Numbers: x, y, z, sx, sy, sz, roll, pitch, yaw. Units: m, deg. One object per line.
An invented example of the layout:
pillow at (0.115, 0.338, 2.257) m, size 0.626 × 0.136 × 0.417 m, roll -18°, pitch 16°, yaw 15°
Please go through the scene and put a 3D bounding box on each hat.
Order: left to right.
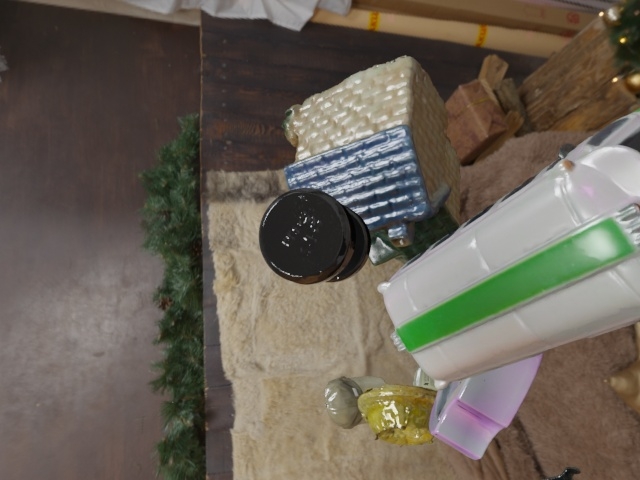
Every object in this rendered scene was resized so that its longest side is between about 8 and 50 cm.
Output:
hat at (0.118, 0.502, 1.467) m, size 0.144 × 0.173 × 0.167 m, roll 5°, pitch 66°, yaw -47°

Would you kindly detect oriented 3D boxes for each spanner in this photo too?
spanner at (0.486, 0.582, 1.099) m, size 0.015 × 0.254 × 0.054 m, roll 1°, pitch 64°, yaw -62°

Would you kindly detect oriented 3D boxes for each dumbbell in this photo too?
dumbbell at (0.000, 0.000, 0.823) m, size 0.152 × 0.218 × 0.153 m, roll -1°, pitch 85°, yaw 15°

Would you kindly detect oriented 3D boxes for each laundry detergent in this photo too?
laundry detergent at (0.401, 0.481, 1.594) m, size 0.090 × 0.253 × 0.181 m, roll 16°, pitch 63°, yaw -22°

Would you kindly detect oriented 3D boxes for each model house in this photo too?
model house at (0.143, -0.117, 1.168) m, size 0.445 × 0.394 × 0.401 m, roll 39°, pitch 47°, yaw -45°

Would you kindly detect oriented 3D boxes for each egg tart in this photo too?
egg tart at (0.243, 0.498, 1.315) m, size 0.289 × 0.290 × 0.116 m, roll 15°, pitch 52°, yaw -12°

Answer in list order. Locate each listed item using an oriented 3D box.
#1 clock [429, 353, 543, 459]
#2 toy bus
clock at (0.334, 0.268, 0.980) m, size 0.102 × 0.339 × 0.339 m, roll 26°, pitch 65°, yaw 10°
toy bus at (0.202, 0.017, 0.421) m, size 0.178 × 0.305 × 0.143 m, roll -19°, pitch 75°, yaw -39°
